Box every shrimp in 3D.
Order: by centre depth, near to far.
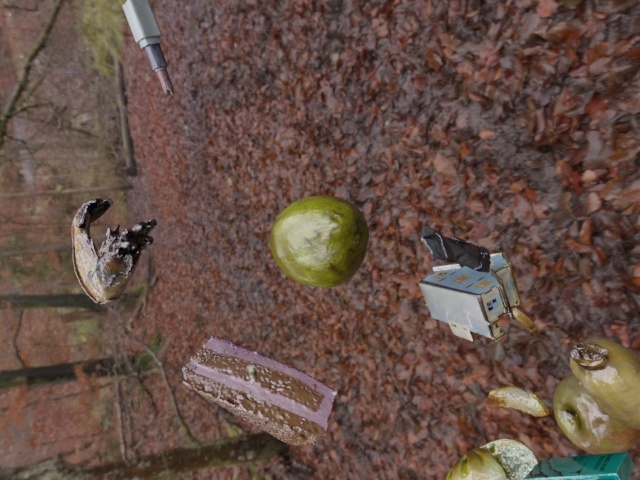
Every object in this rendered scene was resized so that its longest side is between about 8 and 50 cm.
[{"bbox_3d":[-0.399,0.004,0.786,0.178,0.075,0.289,54,134,7],"label":"shrimp"}]

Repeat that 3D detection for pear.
[{"bbox_3d":[0.000,0.000,1.579,0.414,0.352,0.351,-18,84,41],"label":"pear"}]

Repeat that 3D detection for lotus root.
[{"bbox_3d":[0.705,0.328,1.002,0.151,0.343,0.169,-44,21,18],"label":"lotus root"}]

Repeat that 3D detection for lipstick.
[{"bbox_3d":[-0.198,-0.226,0.502,0.025,0.025,0.107,8,121,47],"label":"lipstick"}]

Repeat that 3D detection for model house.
[{"bbox_3d":[0.426,0.139,1.107,0.178,0.207,0.271,66,160,-10],"label":"model house"}]

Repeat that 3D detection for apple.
[{"bbox_3d":[0.897,0.550,1.357,0.257,0.234,0.256,177,90,-80],"label":"apple"}]

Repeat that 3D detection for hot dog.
[{"bbox_3d":[0.599,0.478,1.276,0.169,0.061,0.078,12,129,28],"label":"hot dog"}]

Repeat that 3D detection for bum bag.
[{"bbox_3d":[0.325,0.021,0.991,0.049,0.198,0.087,125,156,-46],"label":"bum bag"}]

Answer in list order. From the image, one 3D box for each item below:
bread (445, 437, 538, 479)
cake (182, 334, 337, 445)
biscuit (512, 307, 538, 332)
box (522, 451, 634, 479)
[{"bbox_3d":[0.583,0.811,1.478,0.160,0.334,0.332,61,146,34],"label":"bread"},{"bbox_3d":[-0.116,0.285,0.798,0.296,0.115,0.112,23,139,12],"label":"cake"},{"bbox_3d":[0.585,0.201,1.355,0.249,0.184,0.035,42,96,23],"label":"biscuit"},{"bbox_3d":[0.661,0.598,1.088,0.226,0.161,0.042,-31,66,37],"label":"box"}]
